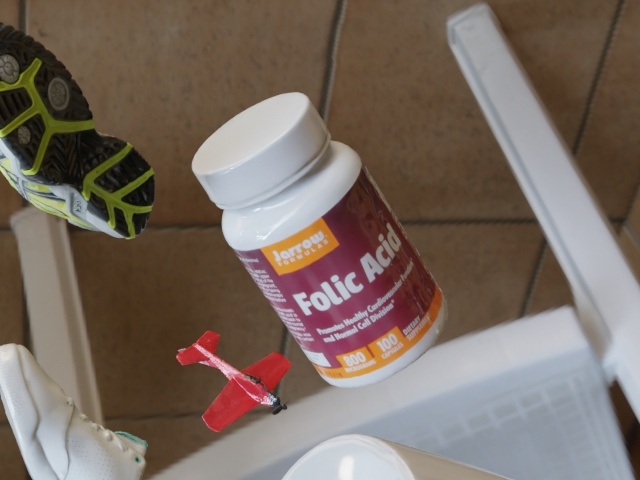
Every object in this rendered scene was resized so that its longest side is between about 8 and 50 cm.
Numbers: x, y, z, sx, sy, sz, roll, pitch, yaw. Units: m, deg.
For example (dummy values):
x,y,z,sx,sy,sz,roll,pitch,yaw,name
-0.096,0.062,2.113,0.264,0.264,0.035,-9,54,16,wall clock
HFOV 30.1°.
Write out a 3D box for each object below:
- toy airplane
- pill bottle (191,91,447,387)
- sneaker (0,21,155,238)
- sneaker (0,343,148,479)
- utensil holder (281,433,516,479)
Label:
x,y,z,sx,sy,sz,roll,pitch,yaw,name
-0.098,0.150,1.345,0.151,0.151,0.028,1,128,-16,toy airplane
0.000,0.000,1.696,0.224,0.224,0.392,-29,115,10,pill bottle
-0.348,-0.115,1.427,0.147,0.145,0.384,4,151,25,sneaker
-0.189,0.170,0.960,0.094,0.212,0.080,-26,178,-17,sneaker
0.151,0.421,1.422,0.386,0.327,0.327,26,119,-35,utensil holder
